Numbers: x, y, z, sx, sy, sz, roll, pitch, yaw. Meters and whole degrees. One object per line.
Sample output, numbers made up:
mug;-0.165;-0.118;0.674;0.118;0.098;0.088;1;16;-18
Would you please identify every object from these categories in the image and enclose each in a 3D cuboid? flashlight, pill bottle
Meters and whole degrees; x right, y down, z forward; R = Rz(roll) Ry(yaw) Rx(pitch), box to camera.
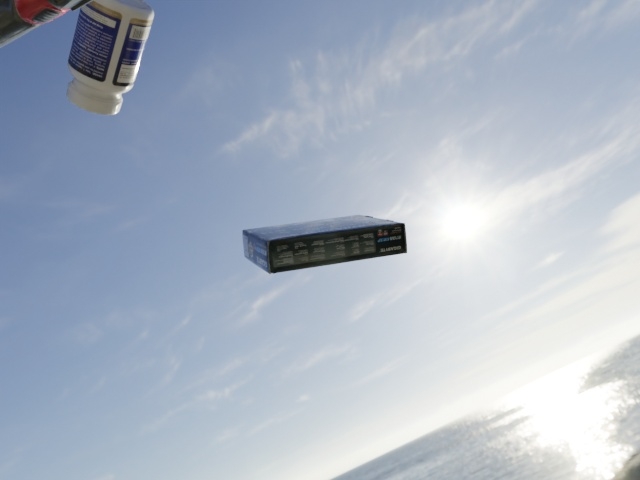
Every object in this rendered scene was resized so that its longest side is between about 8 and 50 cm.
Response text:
flashlight;-0.451;-0.325;0.769;0.304;0.103;0.103;-14;-44;21
pill bottle;-0.499;-0.440;1.295;0.153;0.153;0.264;-1;-52;-46

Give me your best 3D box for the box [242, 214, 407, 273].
box;0.000;0.000;0.883;0.220;0.051;0.175;-8;9;-19
